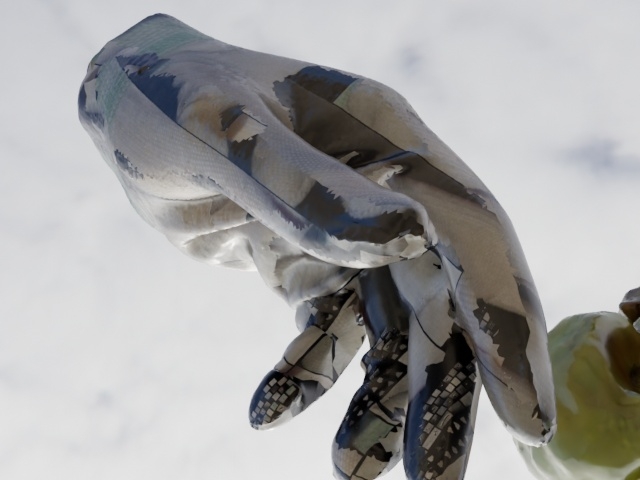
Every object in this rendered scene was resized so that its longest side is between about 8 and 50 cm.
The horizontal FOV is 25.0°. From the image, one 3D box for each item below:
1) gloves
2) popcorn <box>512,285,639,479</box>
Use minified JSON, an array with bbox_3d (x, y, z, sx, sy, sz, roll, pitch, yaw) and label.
[{"bbox_3d":[0.005,-0.002,0.506,0.212,0.111,0.127,32,-46,25],"label":"gloves"},{"bbox_3d":[0.262,0.101,0.792,0.286,0.173,0.225,34,-126,8],"label":"popcorn"}]
